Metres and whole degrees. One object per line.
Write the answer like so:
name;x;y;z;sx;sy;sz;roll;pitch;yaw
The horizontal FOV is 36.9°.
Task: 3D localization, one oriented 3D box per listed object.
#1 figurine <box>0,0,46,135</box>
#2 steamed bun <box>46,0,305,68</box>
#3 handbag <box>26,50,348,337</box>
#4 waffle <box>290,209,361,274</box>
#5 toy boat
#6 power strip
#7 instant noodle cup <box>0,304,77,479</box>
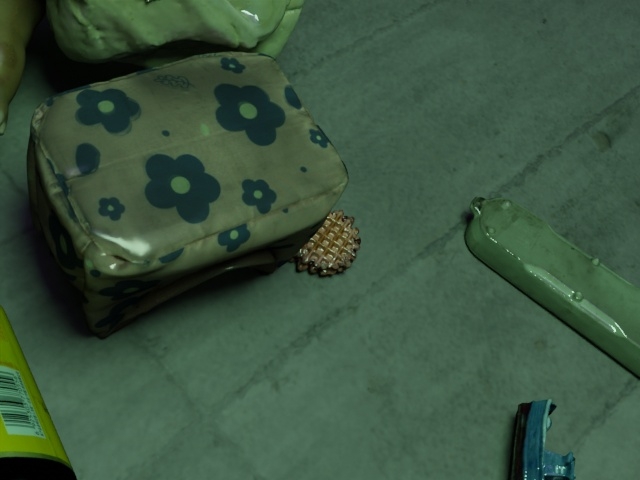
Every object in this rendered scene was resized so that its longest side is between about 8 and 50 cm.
figurine;-0.354;-0.208;0.878;0.173;0.177;0.247;27;59;-27
steamed bun;-0.121;-0.296;0.846;0.280;0.207;0.268;1;85;-26
handbag;-0.130;-0.035;0.851;0.251;0.193;0.190;-21;68;-31
waffle;0.000;0.000;0.980;0.083;0.029;0.075;0;57;-18
toy boat;0.211;0.216;0.910;0.061;0.060;0.137;9;51;10
power strip;0.276;0.048;1.046;0.286;0.048;0.080;36;52;2
instant noodle cup;-0.271;0.163;0.680;0.215;0.215;0.236;-10;57;-26
